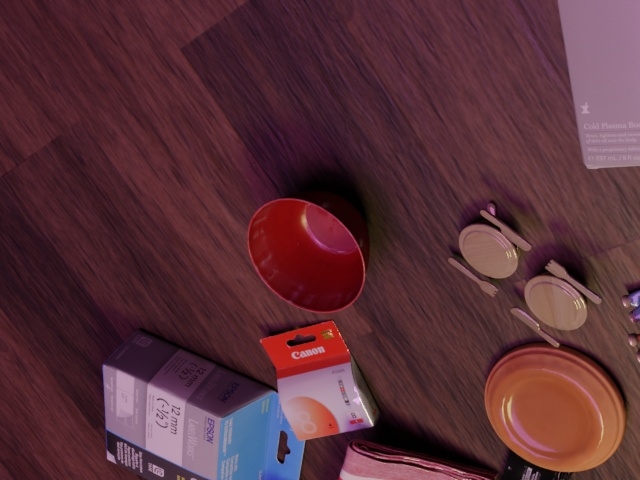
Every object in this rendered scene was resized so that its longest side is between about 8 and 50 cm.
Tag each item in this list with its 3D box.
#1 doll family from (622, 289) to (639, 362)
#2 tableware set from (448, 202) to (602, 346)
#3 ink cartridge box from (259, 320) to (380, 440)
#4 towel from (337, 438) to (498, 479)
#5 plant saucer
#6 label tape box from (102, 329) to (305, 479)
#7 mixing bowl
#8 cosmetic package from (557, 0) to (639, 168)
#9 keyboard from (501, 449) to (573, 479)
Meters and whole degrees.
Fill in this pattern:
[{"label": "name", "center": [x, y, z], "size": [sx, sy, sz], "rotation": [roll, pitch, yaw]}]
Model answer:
[{"label": "doll family", "center": [0.449, 0.121, 1.197], "size": [0.111, 0.076, 0.193], "rotation": [-26, 102, 45]}, {"label": "tableware set", "center": [0.268, 0.039, 1.274], "size": [0.194, 0.039, 0.128], "rotation": [39, 144, 10]}, {"label": "ink cartridge box", "center": [-0.006, 0.224, 1.544], "size": [0.145, 0.045, 0.179], "rotation": [-17, 111, 29]}, {"label": "towel", "center": [0.129, 0.461, 1.591], "size": [0.237, 0.037, 0.329], "rotation": [13, 128, 1]}, {"label": "plant saucer", "center": [0.318, 0.238, 1.358], "size": [0.200, 0.037, 0.200], "rotation": [14, 119, 26]}, {"label": "label tape box", "center": [-0.205, 0.337, 1.706], "size": [0.347, 0.115, 0.249], "rotation": [23, 129, 18]}, {"label": "mixing bowl", "center": [0.000, 0.000, 1.366], "size": [0.181, 0.098, 0.181], "rotation": [16, 127, 22]}, {"label": "cosmetic package", "center": [0.331, -0.204, 1.029], "size": [0.127, 0.107, 0.238], "rotation": [0, 123, 34]}, {"label": "keyboard", "center": [0.324, 0.347, 1.452], "size": [0.100, 0.038, 0.192], "rotation": [23, 121, 25]}]
